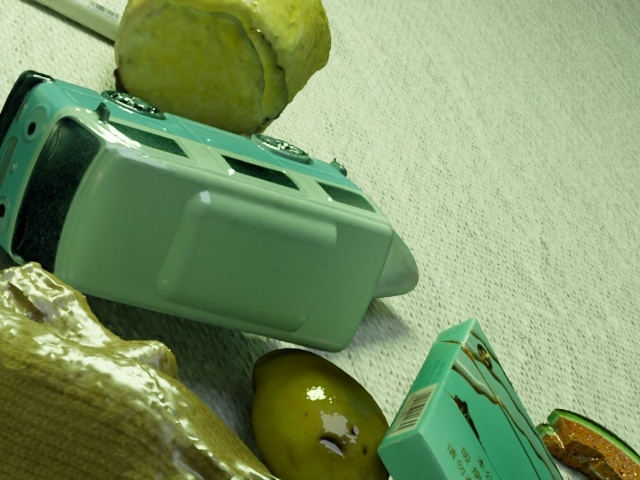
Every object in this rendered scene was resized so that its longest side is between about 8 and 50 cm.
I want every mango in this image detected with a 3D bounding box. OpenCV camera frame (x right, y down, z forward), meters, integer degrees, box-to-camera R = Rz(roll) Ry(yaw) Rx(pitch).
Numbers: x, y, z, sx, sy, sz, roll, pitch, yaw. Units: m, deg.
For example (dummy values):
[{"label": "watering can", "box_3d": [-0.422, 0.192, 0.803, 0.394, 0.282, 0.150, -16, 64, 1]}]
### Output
[{"label": "mango", "box_3d": [-0.004, 0.125, 1.209, 0.103, 0.076, 0.161, 23, 17, -26]}]

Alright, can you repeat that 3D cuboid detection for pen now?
[{"label": "pen", "box_3d": [-0.274, -0.241, 1.610, 0.239, 0.028, 0.028, 26, 24, -22]}]

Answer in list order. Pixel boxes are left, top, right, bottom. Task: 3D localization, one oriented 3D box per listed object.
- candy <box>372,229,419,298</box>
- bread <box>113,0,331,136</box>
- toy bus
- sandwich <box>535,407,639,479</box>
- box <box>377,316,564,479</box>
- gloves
[{"label": "candy", "box_3d": [0.000, 0.000, 1.460, 0.138, 0.071, 0.174, 44, 24, 20]}, {"label": "bread", "box_3d": [-0.089, -0.182, 1.579, 0.197, 0.197, 0.170, 32, 35, -9]}, {"label": "toy bus", "box_3d": [-0.092, -0.013, 1.225, 0.271, 0.133, 0.165, 15, 13, -30]}, {"label": "sandwich", "box_3d": [0.245, 0.194, 1.477, 0.135, 0.029, 0.067, 42, 29, 14]}, {"label": "box", "box_3d": [0.116, 0.166, 1.252, 0.162, 0.041, 0.229, 61, 21, -8]}, {"label": "gloves", "box_3d": [-0.138, 0.117, 0.914, 0.356, 0.155, 0.203, 35, -2, 39]}]
